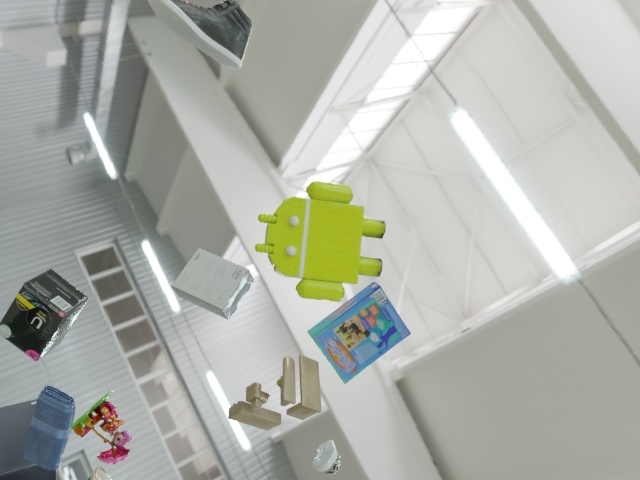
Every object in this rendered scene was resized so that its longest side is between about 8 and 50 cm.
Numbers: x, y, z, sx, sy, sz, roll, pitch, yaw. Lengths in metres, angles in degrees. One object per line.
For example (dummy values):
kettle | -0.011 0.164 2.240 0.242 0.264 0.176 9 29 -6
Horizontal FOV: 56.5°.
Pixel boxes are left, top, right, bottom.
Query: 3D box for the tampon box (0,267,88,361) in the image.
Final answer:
tampon box | -0.649 0.173 1.393 0.120 0.101 0.161 37 -72 -1

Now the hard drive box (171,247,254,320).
hard drive box | -0.385 0.153 2.142 0.232 0.181 0.089 22 -25 23

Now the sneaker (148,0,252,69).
sneaker | -0.307 -0.598 1.578 0.104 0.295 0.147 11 -106 55

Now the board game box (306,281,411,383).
board game box | 0.096 0.227 1.469 0.160 0.210 0.047 57 -7 -18

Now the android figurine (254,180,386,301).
android figurine | 0.000 0.000 1.242 0.056 0.272 0.249 153 -54 -76

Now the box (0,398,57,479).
box | -0.794 0.629 1.564 0.296 0.182 0.294 30 -59 55

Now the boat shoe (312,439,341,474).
boat shoe | 0.030 0.664 1.795 0.070 0.077 0.219 59 2 6

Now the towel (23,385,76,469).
towel | -0.421 0.293 0.932 0.067 0.029 0.120 21 -83 16

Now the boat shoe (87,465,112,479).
boat shoe | -0.490 0.582 1.267 0.103 0.092 0.285 60 -11 -17

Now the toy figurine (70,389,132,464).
toy figurine | -0.554 0.503 1.560 0.173 0.130 0.159 -42 -89 12

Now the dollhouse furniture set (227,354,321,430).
dollhouse furniture set | -0.104 0.334 1.337 0.151 0.144 0.123 -35 -139 32
